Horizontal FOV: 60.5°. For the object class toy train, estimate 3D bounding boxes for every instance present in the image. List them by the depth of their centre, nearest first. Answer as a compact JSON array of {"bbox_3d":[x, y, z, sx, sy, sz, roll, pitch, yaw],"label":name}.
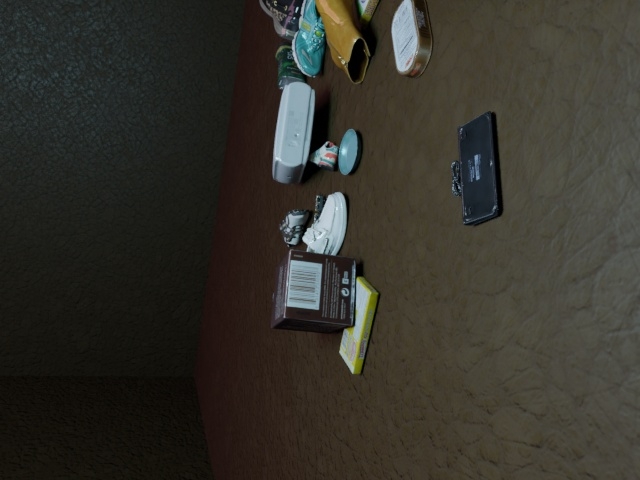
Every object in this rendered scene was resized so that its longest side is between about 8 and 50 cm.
[{"bbox_3d":[-0.006,-0.060,1.628,0.036,0.027,0.159,-156,72,-80],"label":"toy train"}]

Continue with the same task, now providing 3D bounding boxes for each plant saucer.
[{"bbox_3d":[0.080,-0.231,1.442,0.119,0.021,0.120,-175,90,-69],"label":"plant saucer"}]

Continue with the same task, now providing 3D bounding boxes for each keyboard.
[{"bbox_3d":[0.260,-0.117,0.930,0.108,0.023,0.180,-25,61,60],"label":"keyboard"}]

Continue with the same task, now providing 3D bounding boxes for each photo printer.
[{"bbox_3d":[-0.088,-0.318,1.717,0.307,0.107,0.256,135,142,-82],"label":"photo printer"}]

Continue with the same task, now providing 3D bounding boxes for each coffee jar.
[{"bbox_3d":[-0.107,-0.615,1.939,0.079,0.096,0.185,129,141,-52],"label":"coffee jar"}]

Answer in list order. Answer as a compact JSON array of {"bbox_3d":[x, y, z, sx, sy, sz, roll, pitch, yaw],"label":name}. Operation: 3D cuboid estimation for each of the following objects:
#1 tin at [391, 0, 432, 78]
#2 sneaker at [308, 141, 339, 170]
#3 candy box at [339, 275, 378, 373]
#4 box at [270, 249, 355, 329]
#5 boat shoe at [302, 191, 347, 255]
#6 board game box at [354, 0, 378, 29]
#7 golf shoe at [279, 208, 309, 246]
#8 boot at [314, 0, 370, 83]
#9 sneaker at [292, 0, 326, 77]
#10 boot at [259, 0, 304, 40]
[{"bbox_3d":[0.192,-0.437,1.176,0.106,0.040,0.190,125,145,-61],"label":"tin"},{"bbox_3d":[0.015,-0.248,1.594,0.075,0.057,0.161,-64,21,4],"label":"sneaker"},{"bbox_3d":[0.089,0.198,1.299,0.105,0.027,0.206,-135,53,-64],"label":"candy box"},{"bbox_3d":[-0.022,0.134,1.368,0.203,0.166,0.169,132,143,-70],"label":"box"},{"bbox_3d":[0.000,0.000,1.490,0.098,0.096,0.277,-128,47,-62],"label":"boat shoe"},{"bbox_3d":[0.136,-0.668,1.371,0.259,0.039,0.124,117,151,-58],"label":"board game box"},{"bbox_3d":[-0.075,-0.039,1.758,0.198,0.077,0.094,129,131,-67],"label":"golf shoe"},{"bbox_3d":[0.061,-0.566,1.390,0.295,0.104,0.211,77,170,-47],"label":"boot"},{"bbox_3d":[-0.018,-0.652,1.712,0.110,0.106,0.276,7,91,60],"label":"sneaker"},{"bbox_3d":[-0.108,-0.923,1.961,0.284,0.138,0.378,114,149,-42],"label":"boot"}]
